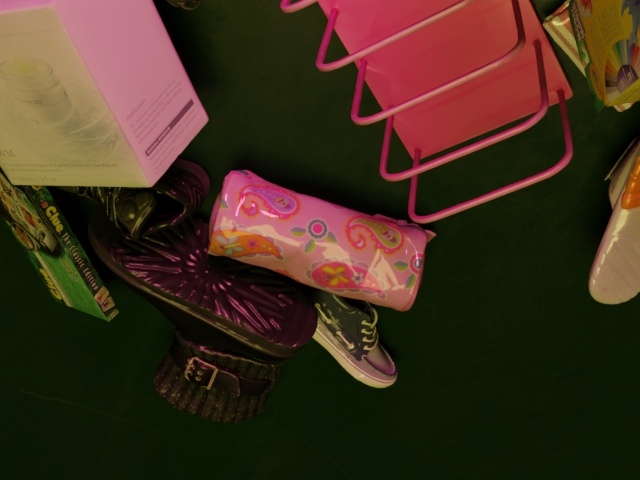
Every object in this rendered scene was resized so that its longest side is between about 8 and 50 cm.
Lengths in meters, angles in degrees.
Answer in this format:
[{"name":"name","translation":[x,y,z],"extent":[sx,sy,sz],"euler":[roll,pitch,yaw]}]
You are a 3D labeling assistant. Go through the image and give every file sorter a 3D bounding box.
[{"name":"file sorter","translation":[0.116,-0.190,0.902],"extent":[0.202,0.182,0.290],"euler":[-21,121,24]}]

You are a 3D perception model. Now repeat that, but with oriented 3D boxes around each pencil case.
[{"name":"pencil case","translation":[0.000,0.000,1.119],"extent":[0.284,0.124,0.124],"euler":[17,129,-4]}]

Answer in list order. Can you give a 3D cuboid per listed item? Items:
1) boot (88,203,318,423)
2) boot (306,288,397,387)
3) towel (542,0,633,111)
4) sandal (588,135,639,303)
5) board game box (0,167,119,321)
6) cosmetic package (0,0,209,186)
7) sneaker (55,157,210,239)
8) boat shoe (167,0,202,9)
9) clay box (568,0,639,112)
[{"name":"boot","translation":[-0.193,0.110,1.230],"extent":[0.348,0.131,0.260],"euler":[35,138,-2]},{"name":"boot","translation":[0.056,0.132,1.236],"extent":[0.190,0.069,0.086],"euler":[39,127,-17]},{"name":"towel","translation":[0.351,-0.238,0.912],"extent":[0.144,0.029,0.197],"euler":[41,120,-20]},{"name":"sandal","translation":[0.371,-0.052,1.022],"extent":[0.102,0.076,0.265],"euler":[13,116,-19]},{"name":"board game box","translation":[-0.377,-0.005,1.199],"extent":[0.136,0.030,0.259],"euler":[11,136,38]},{"name":"cosmetic package","translation":[-0.283,-0.184,0.967],"extent":[0.224,0.138,0.224],"euler":[3,132,31]},{"name":"sneaker","translation":[-0.261,-0.070,1.095],"extent":[0.228,0.130,0.087],"euler":[16,114,-1]},{"name":"boat shoe","translation":[-0.157,-0.289,0.945],"extent":[0.229,0.080,0.076],"euler":[11,135,3]},{"name":"clay box","translation":[0.299,-0.212,0.799],"extent":[0.053,0.127,0.222],"euler":[-10,170,-7]}]
